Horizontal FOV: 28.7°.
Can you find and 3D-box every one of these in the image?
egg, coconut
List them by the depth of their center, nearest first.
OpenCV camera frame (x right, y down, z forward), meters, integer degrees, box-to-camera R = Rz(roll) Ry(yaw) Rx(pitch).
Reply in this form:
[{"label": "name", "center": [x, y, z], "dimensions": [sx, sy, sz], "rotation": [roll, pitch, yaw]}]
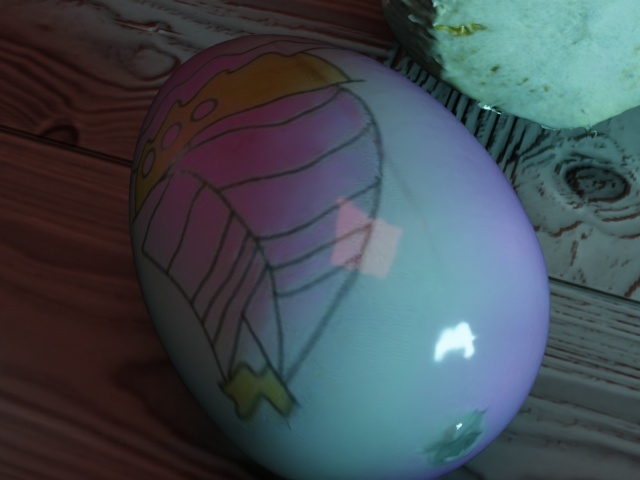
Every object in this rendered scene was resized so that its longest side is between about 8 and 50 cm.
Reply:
[{"label": "egg", "center": [0.000, 0.000, 0.636], "dimensions": [0.196, 0.196, 0.271], "rotation": [-21, 63, -17]}, {"label": "coconut", "center": [0.153, -0.210, 0.778], "dimensions": [0.245, 0.245, 0.247], "rotation": [6, 52, 4]}]
